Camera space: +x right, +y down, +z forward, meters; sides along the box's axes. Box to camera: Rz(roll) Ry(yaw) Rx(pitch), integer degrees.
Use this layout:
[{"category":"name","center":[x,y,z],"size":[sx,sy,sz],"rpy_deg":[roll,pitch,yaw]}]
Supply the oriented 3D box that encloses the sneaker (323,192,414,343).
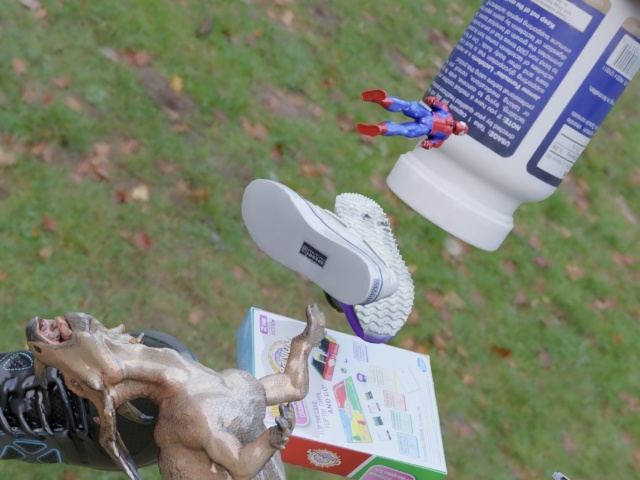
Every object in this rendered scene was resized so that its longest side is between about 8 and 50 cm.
[{"category":"sneaker","center":[0.060,0.072,1.884],"size":[0.102,0.146,0.293],"rpy_deg":[11,39,-17]}]

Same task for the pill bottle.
[{"category":"pill bottle","center":[0.182,-0.131,1.138],"size":[0.153,0.265,0.153],"rpy_deg":[32,12,-7]}]

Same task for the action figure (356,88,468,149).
[{"category":"action figure","center":[0.069,-0.082,0.856],"size":[0.030,0.038,0.115],"rpy_deg":[6,4,35]}]

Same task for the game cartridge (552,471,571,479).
[{"category":"game cartridge","center":[0.380,0.376,1.811],"size":[0.056,0.017,0.083],"rpy_deg":[49,-9,-34]}]

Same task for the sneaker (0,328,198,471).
[{"category":"sneaker","center":[-0.253,0.155,1.100],"size":[0.139,0.341,0.125],"rpy_deg":[-4,85,-57]}]

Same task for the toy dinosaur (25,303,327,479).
[{"category":"toy dinosaur","center":[-0.080,0.170,0.896],"size":[0.127,0.200,0.296],"rpy_deg":[-16,87,-67]}]

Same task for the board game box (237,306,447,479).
[{"category":"board game box","center":[0.029,0.245,1.888],"size":[0.316,0.064,0.242],"rpy_deg":[17,39,-18]}]

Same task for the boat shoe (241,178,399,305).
[{"category":"boat shoe","center":[0.000,0.000,1.706],"size":[0.267,0.096,0.088],"rpy_deg":[33,18,34]}]
